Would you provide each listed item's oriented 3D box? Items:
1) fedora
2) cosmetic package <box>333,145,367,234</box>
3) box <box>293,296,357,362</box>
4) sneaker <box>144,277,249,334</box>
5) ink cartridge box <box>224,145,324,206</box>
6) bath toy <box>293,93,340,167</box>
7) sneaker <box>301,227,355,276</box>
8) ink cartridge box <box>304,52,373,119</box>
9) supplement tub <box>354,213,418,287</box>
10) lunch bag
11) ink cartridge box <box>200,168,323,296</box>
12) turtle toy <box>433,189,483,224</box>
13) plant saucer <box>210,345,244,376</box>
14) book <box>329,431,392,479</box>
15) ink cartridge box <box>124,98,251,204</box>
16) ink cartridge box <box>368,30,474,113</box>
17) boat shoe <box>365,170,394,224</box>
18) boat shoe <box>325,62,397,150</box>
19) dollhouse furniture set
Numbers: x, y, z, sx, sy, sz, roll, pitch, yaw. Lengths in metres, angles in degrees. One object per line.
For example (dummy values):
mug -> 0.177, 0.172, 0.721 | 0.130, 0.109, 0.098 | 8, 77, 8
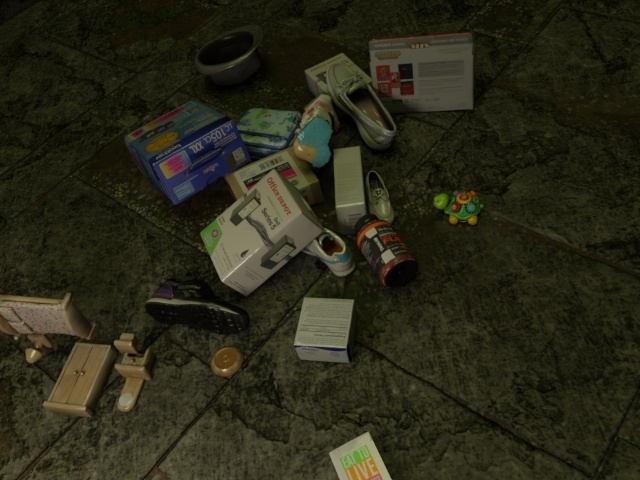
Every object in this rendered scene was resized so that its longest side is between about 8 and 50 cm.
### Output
fedora -> -0.313, -0.653, 2.213 | 0.275, 0.124, 0.244 | -23, 46, 5
cosmetic package -> 0.083, -0.142, 1.696 | 0.085, 0.117, 0.231 | -7, 48, 5
box -> 0.016, 0.210, 1.441 | 0.126, 0.072, 0.137 | 1, 50, 14
sneaker -> -0.299, 0.148, 1.549 | 0.283, 0.107, 0.124 | 8, 47, 19
ink cartridge box -> -0.136, -0.153, 1.774 | 0.234, 0.088, 0.193 | -25, 48, -10
bath toy -> -0.005, -0.330, 1.821 | 0.151, 0.129, 0.348 | -38, 17, 21
sneaker -> 0.000, 0.000, 1.610 | 0.087, 0.092, 0.228 | -42, 53, -20
ink cartridge box -> 0.065, -0.515, 2.032 | 0.154, 0.093, 0.212 | -27, 48, -9
supplement tub -> 0.158, 0.019, 1.549 | 0.106, 0.106, 0.198 | -25, 50, -9
lunch bag -> -0.165, -0.334, 1.936 | 0.218, 0.090, 0.176 | 14, 57, 24
ink cartridge box -> -0.155, -0.022, 1.589 | 0.273, 0.115, 0.198 | -41, 48, 9
turtle toy -> 0.366, -0.096, 1.625 | 0.130, 0.066, 0.095 | 2, 51, 14
plant saucer -> -0.226, 0.287, 1.470 | 0.083, 0.015, 0.083 | -6, 50, 8
book -> 0.088, 0.475, 1.231 | 0.096, 0.035, 0.144 | -26, 51, -4
ink cartridge box -> -0.393, -0.267, 1.826 | 0.270, 0.151, 0.395 | -34, 37, -16
ink cartridge box -> 0.314, -0.539, 1.877 | 0.309, 0.272, 0.130 | 0, 50, 12
boat shoe -> 0.163, -0.120, 1.694 | 0.066, 0.063, 0.184 | -9, 49, 5
boat shoe -> 0.128, -0.422, 1.856 | 0.118, 0.103, 0.320 | -22, 74, -23
dollhouse furniture set -> -0.587, 0.240, 1.366 | 0.303, 0.356, 0.174 | 2, 51, 14
